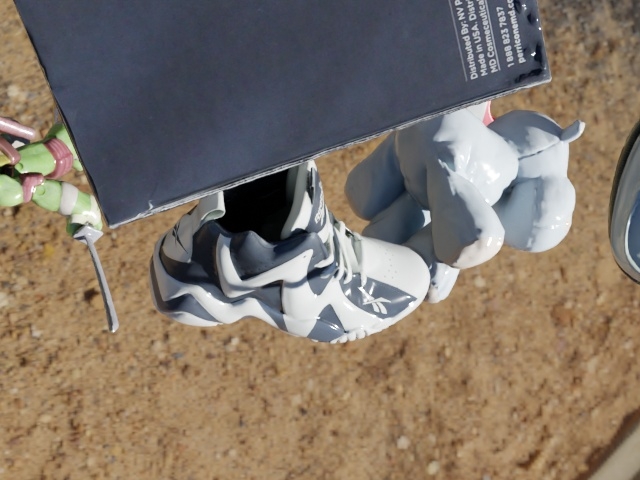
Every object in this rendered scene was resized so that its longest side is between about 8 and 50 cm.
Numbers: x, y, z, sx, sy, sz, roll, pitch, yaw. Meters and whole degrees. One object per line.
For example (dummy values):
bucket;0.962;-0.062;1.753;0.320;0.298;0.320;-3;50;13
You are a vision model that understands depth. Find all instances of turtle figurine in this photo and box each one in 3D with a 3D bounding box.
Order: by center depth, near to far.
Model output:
turtle figurine;-0.318;-0.020;1.000;0.275;0.198;0.266;48;25;-12

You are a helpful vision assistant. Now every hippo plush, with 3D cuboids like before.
hippo plush;0.183;-0.079;1.228;0.236;0.234;0.294;-7;84;-34

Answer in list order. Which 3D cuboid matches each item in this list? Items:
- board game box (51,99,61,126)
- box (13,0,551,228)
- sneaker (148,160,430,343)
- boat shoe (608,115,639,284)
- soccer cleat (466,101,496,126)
board game box;-0.218;-0.267;1.279;0.242;0.064;0.317;5;72;-30
box;-0.043;-0.184;0.692;0.294;0.296;0.183;-20;118;-3
sneaker;0.000;0.000;0.746;0.235;0.153;0.094;9;55;-20
boat shoe;0.313;-0.094;0.733;0.302;0.113;0.103;-62;179;11
soccer cleat;0.245;-0.321;1.559;0.108;0.116;0.318;-62;156;-72
